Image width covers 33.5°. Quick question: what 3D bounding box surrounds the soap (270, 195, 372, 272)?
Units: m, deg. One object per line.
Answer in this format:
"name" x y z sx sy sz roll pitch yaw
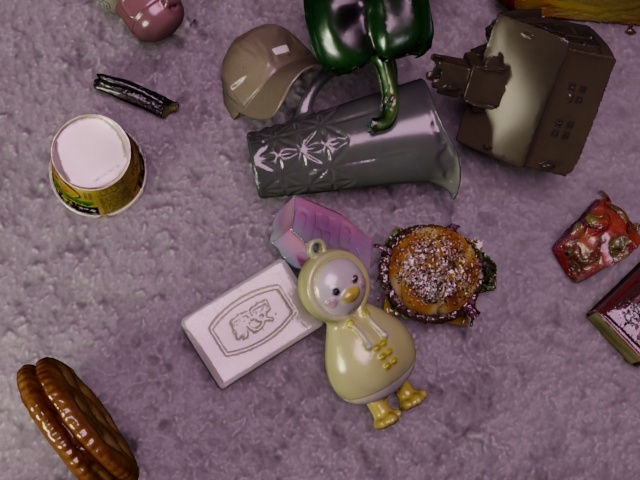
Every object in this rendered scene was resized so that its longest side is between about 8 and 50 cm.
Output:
"soap" 0.000 0.000 1.589 0.149 0.056 0.100 24 46 -17

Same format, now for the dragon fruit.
"dragon fruit" 0.435 -0.010 1.636 0.147 0.096 0.102 -42 82 -14

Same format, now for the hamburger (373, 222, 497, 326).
"hamburger" 0.176 0.048 1.601 0.189 0.093 0.164 -2 78 -8

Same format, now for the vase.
"vase" 0.041 -0.154 1.609 0.300 0.156 0.251 -12 85 -2

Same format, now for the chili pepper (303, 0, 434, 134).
"chili pepper" 0.072 -0.289 1.516 0.173 0.165 0.261 -12 108 2

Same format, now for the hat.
"hat" -0.078 -0.271 1.606 0.166 0.173 0.144 -43 92 -13

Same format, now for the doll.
"doll" 0.052 0.129 1.523 0.141 0.117 0.296 -33 113 -18

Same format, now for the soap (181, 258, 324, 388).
"soap" -0.102 0.123 1.574 0.183 0.064 0.121 -32 83 -12

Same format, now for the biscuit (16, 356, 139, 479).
"biscuit" -0.330 0.251 1.450 0.066 0.220 0.220 -35 84 -7

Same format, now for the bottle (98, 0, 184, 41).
"bottle" -0.309 -0.418 1.638 0.120 0.120 0.253 -35 84 -11

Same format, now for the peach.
"peach" 0.413 -0.440 1.699 0.267 0.159 0.154 3 72 -3

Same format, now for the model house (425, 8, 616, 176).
"model house" 0.276 -0.247 1.611 0.243 0.204 0.211 8 119 -14

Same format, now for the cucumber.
"cucumber" -0.285 -0.227 1.644 0.134 0.033 0.034 26 40 0

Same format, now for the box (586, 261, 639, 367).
"box" 0.530 0.080 1.642 0.224 0.069 0.120 -40 85 -10

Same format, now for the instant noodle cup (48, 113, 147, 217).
"instant noodle cup" -0.335 -0.117 1.571 0.151 0.122 0.151 1 81 -4
